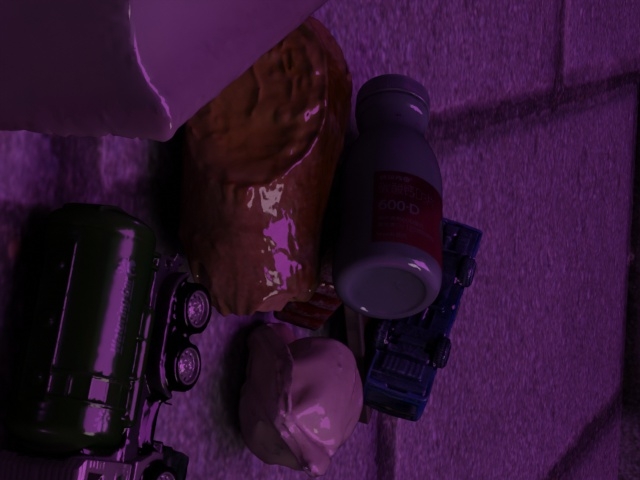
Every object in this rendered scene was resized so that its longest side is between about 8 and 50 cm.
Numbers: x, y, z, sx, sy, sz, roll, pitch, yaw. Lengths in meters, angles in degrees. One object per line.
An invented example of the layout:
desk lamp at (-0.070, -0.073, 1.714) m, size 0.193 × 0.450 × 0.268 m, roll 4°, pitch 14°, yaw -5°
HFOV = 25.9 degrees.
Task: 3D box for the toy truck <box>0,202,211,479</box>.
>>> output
toy truck at (-0.158, 0.099, 0.970) m, size 0.125 × 0.101 × 0.242 m, roll 28°, pitch 67°, yaw -59°

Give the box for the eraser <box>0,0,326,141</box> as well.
eraser at (-0.120, -0.185, 0.777) m, size 0.359 × 0.272 × 0.122 m, roll -49°, pitch 139°, yaw -51°

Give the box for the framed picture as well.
framed picture at (0.071, 0.024, 1.474) m, size 0.324 × 0.020 × 0.240 m, roll 83°, pitch 23°, yaw -58°

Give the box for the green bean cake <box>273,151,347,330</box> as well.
green bean cake at (0.000, 0.000, 1.273) m, size 0.135 × 0.056 × 0.135 m, roll 130°, pitch -28°, yaw -52°

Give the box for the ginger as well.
ginger at (-0.045, -0.057, 1.164) m, size 0.221 × 0.130 × 0.275 m, roll 78°, pitch 27°, yaw -56°

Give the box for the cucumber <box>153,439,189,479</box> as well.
cucumber at (-0.146, 0.214, 1.068) m, size 0.116 × 0.062 × 0.115 m, roll 57°, pitch 41°, yaw -57°

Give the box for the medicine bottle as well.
medicine bottle at (0.059, -0.043, 1.183) m, size 0.090 × 0.090 × 0.216 m, roll 66°, pitch 22°, yaw -48°

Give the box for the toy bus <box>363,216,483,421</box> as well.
toy bus at (0.111, 0.083, 1.481) m, size 0.094 × 0.079 × 0.236 m, roll 90°, pitch 18°, yaw -53°

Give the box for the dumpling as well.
dumpling at (-0.022, 0.138, 1.274) m, size 0.199 × 0.118 × 0.136 m, roll -101°, pitch 170°, yaw -68°
